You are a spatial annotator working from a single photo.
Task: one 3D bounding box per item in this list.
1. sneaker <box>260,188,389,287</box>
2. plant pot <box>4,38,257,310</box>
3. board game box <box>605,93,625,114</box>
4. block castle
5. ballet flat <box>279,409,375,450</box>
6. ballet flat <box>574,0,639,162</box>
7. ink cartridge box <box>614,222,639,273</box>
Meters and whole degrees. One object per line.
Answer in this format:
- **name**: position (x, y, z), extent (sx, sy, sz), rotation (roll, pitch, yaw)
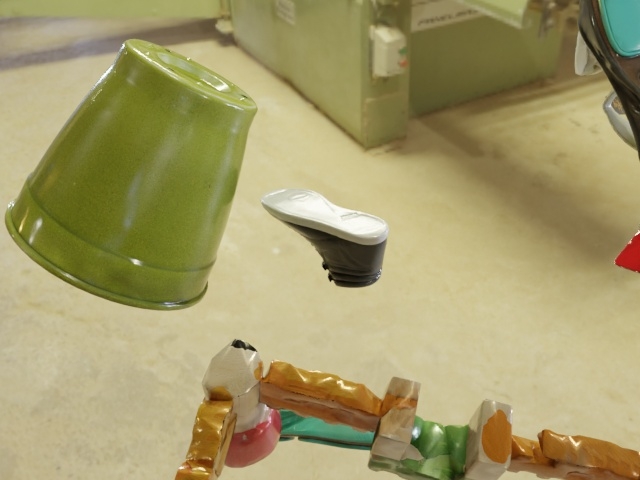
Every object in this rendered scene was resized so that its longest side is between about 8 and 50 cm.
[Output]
- **sneaker**: position (0.000, 0.000, 1.315), extent (0.295, 0.147, 0.104), rotation (23, 41, 34)
- **plant pot**: position (-0.288, -0.132, 1.172), extent (0.366, 0.353, 0.366), rotation (26, 17, -8)
- **board game box**: position (0.604, -0.295, 1.114), extent (0.243, 0.042, 0.165), rotation (-38, 8, 6)
- **block castle**: position (0.076, 0.292, 0.591), extent (0.453, 0.213, 0.303), rotation (12, 57, 5)
- **ballet flat**: position (-0.024, 0.202, 0.816), extent (0.247, 0.087, 0.083), rotation (-5, -11, 19)
- **ballet flat**: position (0.360, -0.201, 0.822), extent (0.095, 0.096, 0.280), rotation (-15, 79, -29)
- **ink cartridge box**: position (0.637, -0.063, 1.051), extent (0.309, 0.130, 0.272), rotation (-44, 37, -19)
